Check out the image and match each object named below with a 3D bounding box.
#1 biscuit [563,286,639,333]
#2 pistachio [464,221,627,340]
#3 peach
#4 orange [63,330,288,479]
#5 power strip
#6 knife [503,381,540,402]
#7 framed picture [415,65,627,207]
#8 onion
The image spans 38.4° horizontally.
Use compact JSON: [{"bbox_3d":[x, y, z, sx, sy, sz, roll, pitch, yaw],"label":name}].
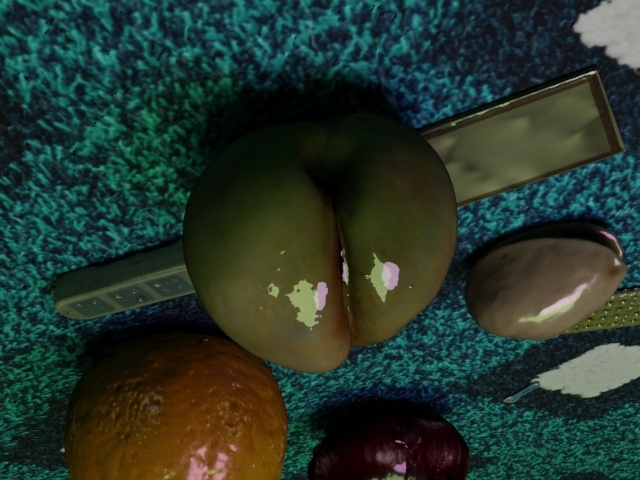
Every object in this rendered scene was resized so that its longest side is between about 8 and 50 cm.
[{"bbox_3d":[0.448,0.112,1.449,0.231,0.016,0.139,-7,150,2],"label":"biscuit"},{"bbox_3d":[0.299,0.059,1.234,0.223,0.126,0.152,-21,110,22],"label":"pistachio"},{"bbox_3d":[0.001,0.000,0.972,0.292,0.247,0.292,-24,155,-12],"label":"peach"},{"bbox_3d":[-0.214,0.306,1.382,0.340,0.293,0.340,-2,149,-1],"label":"orange"},{"bbox_3d":[-0.228,0.049,1.197,0.286,0.048,0.080,-14,147,16],"label":"power strip"},{"bbox_3d":[0.383,0.289,1.735,0.027,0.010,0.096,10,145,-26],"label":"knife"},{"bbox_3d":[0.221,-0.108,1.048,0.231,0.010,0.173,-18,147,19],"label":"framed picture"},{"bbox_3d":[0.127,0.430,1.708,0.314,0.232,0.314,-4,151,-2],"label":"onion"}]
